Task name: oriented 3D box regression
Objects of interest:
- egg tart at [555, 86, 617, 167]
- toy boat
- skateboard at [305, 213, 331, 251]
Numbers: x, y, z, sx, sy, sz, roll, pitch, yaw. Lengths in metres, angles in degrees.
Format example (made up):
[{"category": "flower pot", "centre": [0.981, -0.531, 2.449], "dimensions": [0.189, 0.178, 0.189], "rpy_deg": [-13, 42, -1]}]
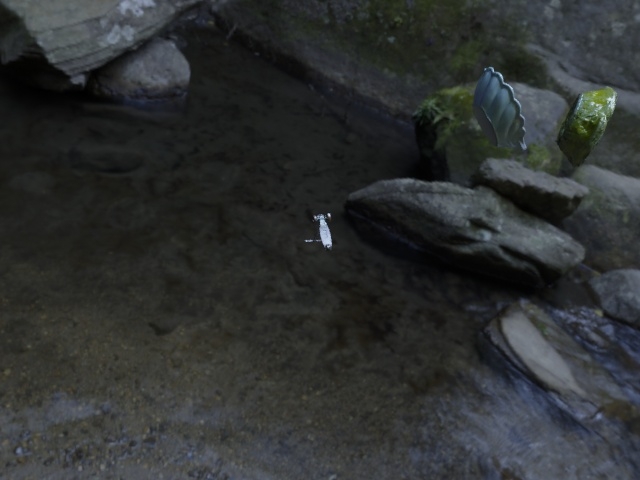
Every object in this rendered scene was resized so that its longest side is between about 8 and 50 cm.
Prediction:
[{"category": "egg tart", "centre": [0.616, -0.274, 1.344], "dimensions": [0.078, 0.197, 0.197], "rpy_deg": [24, 34, 8]}, {"category": "toy boat", "centre": [0.555, -0.398, 1.802], "dimensions": [0.100, 0.290, 0.199], "rpy_deg": [-33, 28, 4]}, {"category": "skateboard", "centre": [0.000, 0.000, 0.928], "dimensions": [0.032, 0.083, 0.064], "rpy_deg": [-7, 70, -14]}]
